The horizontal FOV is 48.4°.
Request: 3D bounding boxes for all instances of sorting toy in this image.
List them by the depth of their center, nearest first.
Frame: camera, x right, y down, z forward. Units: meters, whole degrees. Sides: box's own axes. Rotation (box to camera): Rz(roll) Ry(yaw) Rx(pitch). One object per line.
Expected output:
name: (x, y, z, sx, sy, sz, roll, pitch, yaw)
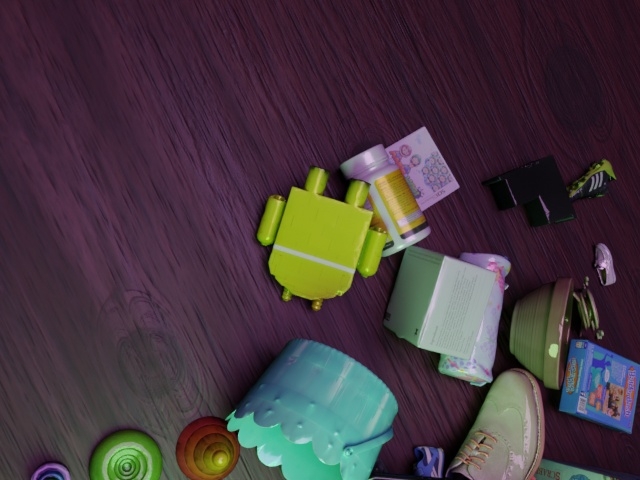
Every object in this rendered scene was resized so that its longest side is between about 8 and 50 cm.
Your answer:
sorting toy: (-0.304, 0.391, 1.224, 0.366, 0.126, 0.127, -5, 84, -21)

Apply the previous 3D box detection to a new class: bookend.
bookend: (0.470, -0.091, 1.599, 0.156, 0.072, 0.157, -23, 90, -20)

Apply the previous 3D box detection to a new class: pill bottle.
pill bottle: (0.128, -0.082, 1.452, 0.119, 0.119, 0.208, -27, 92, -21)

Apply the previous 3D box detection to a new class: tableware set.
tableware set: (0.574, 0.157, 1.554, 0.039, 0.194, 0.128, -14, 75, 14)

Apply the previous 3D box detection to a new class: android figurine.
android figurine: (0.000, 0.000, 1.390, 0.248, 0.056, 0.273, 16, 95, 2)

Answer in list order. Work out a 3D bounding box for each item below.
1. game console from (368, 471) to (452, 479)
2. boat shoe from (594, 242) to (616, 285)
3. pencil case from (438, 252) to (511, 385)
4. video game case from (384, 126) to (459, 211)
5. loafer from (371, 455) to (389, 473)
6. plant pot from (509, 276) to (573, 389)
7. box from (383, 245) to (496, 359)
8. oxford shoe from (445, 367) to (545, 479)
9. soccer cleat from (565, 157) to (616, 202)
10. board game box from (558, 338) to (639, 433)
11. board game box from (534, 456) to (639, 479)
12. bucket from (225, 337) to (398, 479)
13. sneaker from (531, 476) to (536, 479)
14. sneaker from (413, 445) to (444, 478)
game console: (0.181, 0.591, 1.270, 0.250, 0.173, 0.293, 7, 104, -8)
boat shoe: (0.658, 0.057, 1.664, 0.035, 0.035, 0.100, -16, 94, -24)
pencil case: (0.323, 0.159, 1.488, 0.124, 0.113, 0.273, 30, 69, -49)
video game case: (0.209, -0.149, 1.544, 0.143, 0.019, 0.157, -32, 93, -21)
loafer: (0.161, 0.520, 1.393, 0.078, 0.076, 0.223, -42, 93, -11)
plant pot: (0.465, 0.188, 1.507, 0.110, 0.237, 0.237, 7, 76, 22)
box: (0.230, 0.117, 1.406, 0.119, 0.181, 0.182, 17, 92, -18)
oxford shoe: (0.337, 0.437, 1.412, 0.146, 0.140, 0.397, 30, 70, -40)
soccer cleat: (0.630, -0.124, 1.669, 0.179, 0.060, 0.072, -37, 96, -23)
board game box: (0.621, 0.324, 1.575, 0.210, 0.047, 0.160, 24, 73, -30)
board game box: (0.630, 0.509, 1.433, 0.318, 0.319, 0.066, 15, 79, -16)
bucket: (-0.007, 0.319, 1.266, 0.281, 0.281, 0.183, 41, 62, -9)
sneaker: (0.385, 0.558, 1.458, 0.081, 0.094, 0.208, 20, 77, -17)
sneaker: (0.209, 0.473, 1.413, 0.059, 0.053, 0.144, 19, 42, -8)
